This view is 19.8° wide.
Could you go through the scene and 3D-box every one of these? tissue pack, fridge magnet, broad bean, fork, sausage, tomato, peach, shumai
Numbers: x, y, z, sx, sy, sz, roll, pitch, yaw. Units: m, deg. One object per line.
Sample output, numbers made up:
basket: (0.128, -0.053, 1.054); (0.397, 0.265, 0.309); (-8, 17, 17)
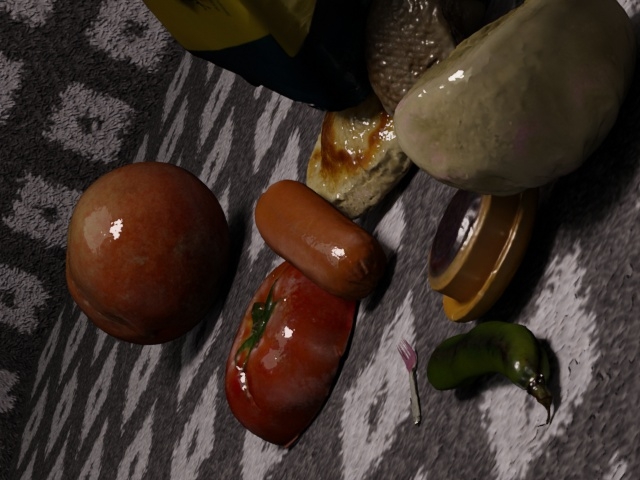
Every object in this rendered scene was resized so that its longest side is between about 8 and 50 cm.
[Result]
tissue pack: (-0.084, -0.352, 1.800); (0.264, 0.416, 0.253); (23, 72, 39)
fridge magnet: (0.131, -0.002, 1.486); (0.143, 0.063, 0.143); (-157, 90, -79)
broad bean: (0.130, 0.094, 1.403); (0.227, 0.039, 0.069); (-172, 97, -76)
fork: (0.080, 0.125, 1.609); (0.115, 0.012, 0.016); (-99, 29, -56)
sausage: (0.000, 0.000, 1.868); (0.197, 0.076, 0.076); (37, 107, 49)
tomato: (-0.036, 0.103, 1.941); (0.225, 0.085, 0.225); (-59, 14, 25)
peach: (-0.239, 0.023, 2.539); (0.252, 0.252, 0.252); (-159, 90, -76)
shumai: (0.114, -0.195, 1.789); (0.116, 0.145, 0.145); (-23, -22, -41)

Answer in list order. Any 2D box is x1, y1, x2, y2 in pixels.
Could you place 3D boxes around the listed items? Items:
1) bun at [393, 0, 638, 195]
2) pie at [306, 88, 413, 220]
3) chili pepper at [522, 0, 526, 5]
bun: (0.161, -0.112, 1.405); (0.178, 0.128, 0.193); (-31, 9, 48)
pie: (0.051, -0.120, 1.931); (0.205, 0.084, 0.179); (-48, 24, 49)
chili pepper: (0.183, -0.194, 1.656); (0.091, 0.030, 0.034); (-59, -8, 28)
